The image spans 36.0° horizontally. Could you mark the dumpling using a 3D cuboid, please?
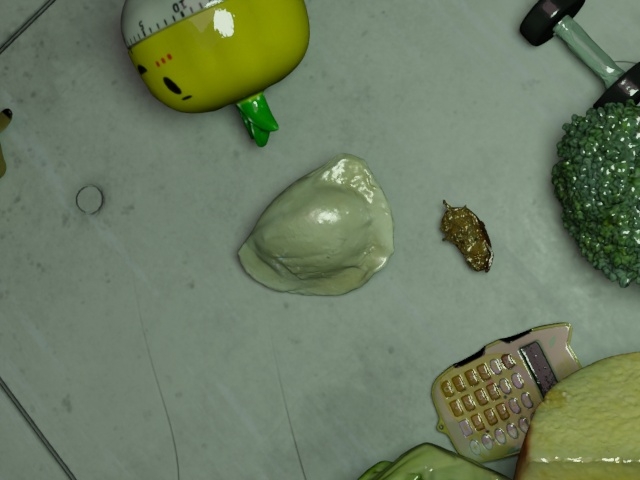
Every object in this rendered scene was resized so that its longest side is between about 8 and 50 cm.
[{"bbox_3d":[0.000,0.000,1.426,0.252,0.131,0.179,-39,102,18],"label":"dumpling"}]

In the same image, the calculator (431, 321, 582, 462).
[{"bbox_3d":[0.272,0.218,1.396,0.236,0.033,0.157,-26,82,12],"label":"calculator"}]

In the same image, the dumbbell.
[{"bbox_3d":[0.373,-0.261,1.367,0.100,0.100,0.191,-43,79,7],"label":"dumbbell"}]

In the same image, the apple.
[{"bbox_3d":[0.394,0.322,1.229,0.314,0.309,0.252,-29,38,-21],"label":"apple"}]

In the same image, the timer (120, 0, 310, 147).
[{"bbox_3d":[-0.127,-0.259,1.407,0.285,0.285,0.285,-1,86,12],"label":"timer"}]

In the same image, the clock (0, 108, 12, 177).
[{"bbox_3d":[-0.589,-0.142,1.582,0.170,0.069,0.232,40,95,12],"label":"clock"}]

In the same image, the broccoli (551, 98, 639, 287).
[{"bbox_3d":[0.445,-0.065,1.282,0.243,0.247,0.263,-10,64,-30],"label":"broccoli"}]

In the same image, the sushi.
[{"bbox_3d":[0.209,-0.008,1.407,0.118,0.060,0.061,45,101,12],"label":"sushi"}]

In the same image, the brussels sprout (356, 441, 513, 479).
[{"bbox_3d":[0.126,0.432,1.284,0.289,0.281,0.355,30,70,-2],"label":"brussels sprout"}]
